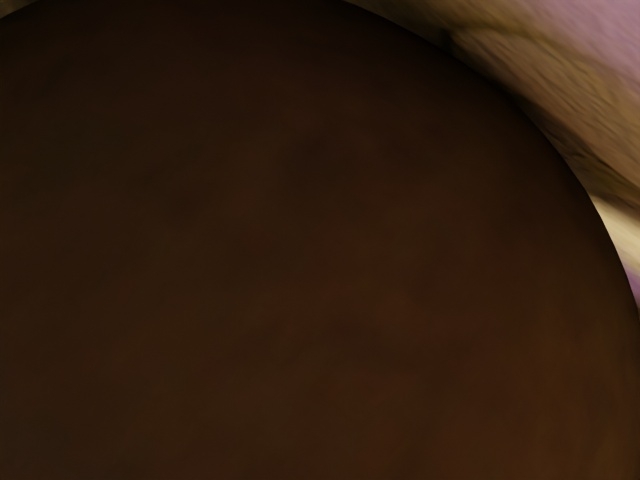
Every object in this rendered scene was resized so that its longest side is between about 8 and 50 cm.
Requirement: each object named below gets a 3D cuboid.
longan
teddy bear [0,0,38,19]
[{"bbox_3d":[-0.044,0.053,0.708,0.319,0.319,0.319,39,175,4],"label":"longan"},{"bbox_3d":[-0.231,-0.039,1.124,0.367,0.224,0.357,3,-119,-48],"label":"teddy bear"}]
